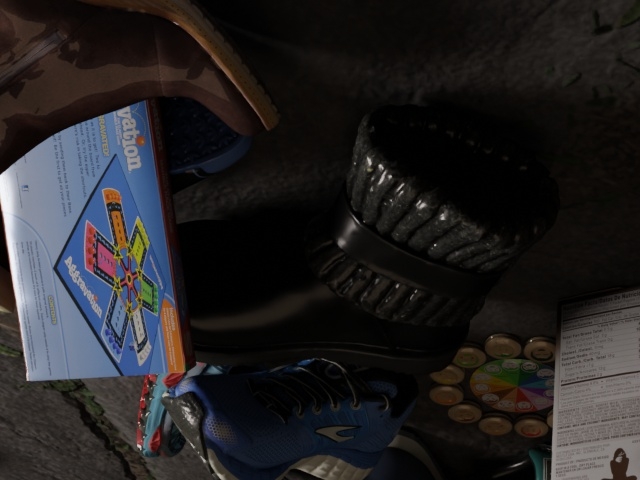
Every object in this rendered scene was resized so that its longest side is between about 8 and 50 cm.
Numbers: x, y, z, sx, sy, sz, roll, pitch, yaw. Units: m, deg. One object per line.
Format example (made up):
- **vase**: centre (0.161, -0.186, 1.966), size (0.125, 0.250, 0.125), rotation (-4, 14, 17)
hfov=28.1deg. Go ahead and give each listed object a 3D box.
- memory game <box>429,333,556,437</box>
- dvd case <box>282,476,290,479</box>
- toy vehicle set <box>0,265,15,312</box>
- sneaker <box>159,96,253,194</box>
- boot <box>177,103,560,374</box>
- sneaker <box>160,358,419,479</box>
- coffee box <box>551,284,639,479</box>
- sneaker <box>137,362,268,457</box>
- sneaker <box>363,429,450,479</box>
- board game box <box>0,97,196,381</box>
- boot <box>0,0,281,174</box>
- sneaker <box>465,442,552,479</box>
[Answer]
- **memory game**: centre (0.202, 0.154, 1.324), size (0.186, 0.012, 0.186), rotation (5, 141, 4)
- **dvd case**: centre (-0.015, 0.306, 1.419), size (0.253, 0.022, 0.180), rotation (37, 164, 1)
- **toy vehicle set**: centre (-0.397, 0.011, 1.166), size (0.166, 0.035, 0.267), rotation (7, 166, 7)
- **sneaker**: centre (-0.156, -0.065, 1.092), size (0.232, 0.081, 0.090), rotation (-10, 156, 17)
- **boot**: centre (0.001, -0.004, 1.077), size (0.348, 0.131, 0.260), rotation (4, 149, -10)
- **sneaker**: centre (-0.018, 0.149, 1.225), size (0.147, 0.130, 0.330), rotation (-51, 151, 19)
- **coffee box**: centre (0.281, 0.180, 1.155), size (0.098, 0.246, 0.141), rotation (-15, 134, 28)
- **sneaker**: centre (-0.119, 0.153, 1.319), size (0.125, 0.104, 0.262), rotation (12, 141, -6)
- **sneaker**: centre (0.128, 0.346, 1.476), size (0.112, 0.131, 0.319), rotation (-23, 131, 31)
- **board game box**: centre (-0.189, -0.028, 1.033), size (0.145, 0.027, 0.281), rotation (-5, 97, 18)
- **boot**: centre (-0.177, -0.115, 0.954), size (0.207, 0.090, 0.248), rotation (-45, 108, 8)
- **sneaker**: centre (0.292, 0.273, 1.375), size (0.302, 0.108, 0.121), rotation (-20, 137, 33)
